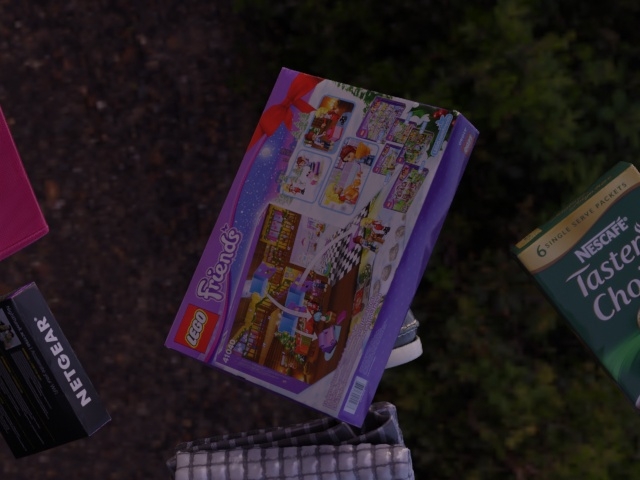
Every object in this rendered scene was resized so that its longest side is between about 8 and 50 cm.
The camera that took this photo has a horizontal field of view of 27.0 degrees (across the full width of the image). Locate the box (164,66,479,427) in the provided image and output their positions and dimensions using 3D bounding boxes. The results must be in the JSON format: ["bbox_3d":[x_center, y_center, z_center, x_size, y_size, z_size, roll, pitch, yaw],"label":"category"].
[{"bbox_3d":[0.000,0.000,1.229,0.057,0.201,0.293,33,78,-58],"label":"box"}]

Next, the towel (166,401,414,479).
[{"bbox_3d":[-0.011,0.299,1.287,0.121,0.235,0.284,-80,161,-66],"label":"towel"}]

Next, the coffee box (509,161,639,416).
[{"bbox_3d":[0.240,0.046,0.993,0.184,0.113,0.040,52,4,-4],"label":"coffee box"}]

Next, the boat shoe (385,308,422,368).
[{"bbox_3d":[0.028,0.078,1.566,0.116,0.319,0.099,-18,100,-16],"label":"boat shoe"}]

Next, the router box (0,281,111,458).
[{"bbox_3d":[-0.331,0.149,1.493,0.046,0.133,0.179,-40,106,-52],"label":"router box"}]

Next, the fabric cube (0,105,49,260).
[{"bbox_3d":[-0.458,-0.083,1.259,0.259,0.254,0.258,-32,118,-32],"label":"fabric cube"}]
